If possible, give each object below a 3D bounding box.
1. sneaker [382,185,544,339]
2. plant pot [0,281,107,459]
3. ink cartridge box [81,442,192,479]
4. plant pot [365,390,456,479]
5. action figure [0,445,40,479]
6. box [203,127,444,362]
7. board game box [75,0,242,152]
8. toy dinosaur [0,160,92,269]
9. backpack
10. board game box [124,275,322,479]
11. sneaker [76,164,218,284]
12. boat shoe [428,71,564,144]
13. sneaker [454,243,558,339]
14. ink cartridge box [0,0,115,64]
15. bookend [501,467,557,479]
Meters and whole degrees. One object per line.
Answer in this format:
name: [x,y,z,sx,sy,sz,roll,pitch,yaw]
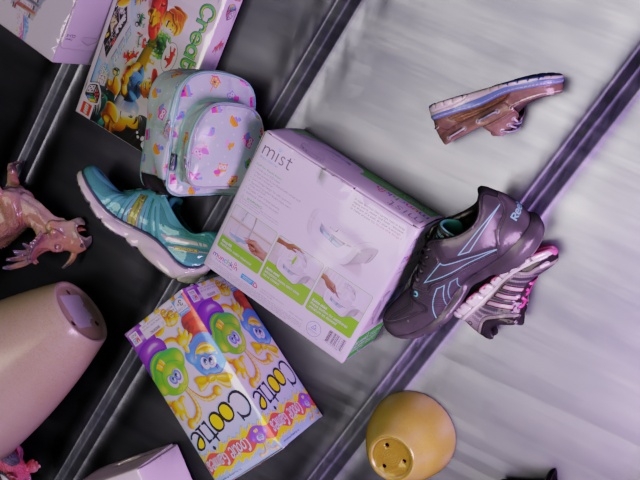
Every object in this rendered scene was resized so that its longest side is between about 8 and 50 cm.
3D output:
sneaker: [0.168,0.029,1.081,0.106,0.101,0.267,37,117,-18]
plant pot: [-0.516,0.198,1.390,0.274,0.256,0.256,-35,83,10]
ink cartridge box: [-0.299,0.520,1.392,0.201,0.117,0.278,-24,87,27]
plant pot: [0.119,0.298,1.170,0.134,0.095,0.134,4,101,24]
action figure: [-0.665,0.406,1.536,0.370,0.248,0.276,-6,71,27]
box: [0.000,0.000,1.159,0.262,0.126,0.231,33,110,17]
board game box: [-0.256,-0.297,1.271,0.193,0.053,0.305,31,110,17]
toy dinosaur: [-0.570,-0.029,1.432,0.295,0.127,0.200,-7,102,32]
backpack: [-0.170,-0.159,1.184,0.144,0.165,0.188,7,97,47]
board game box: [-0.149,0.211,1.255,0.142,0.144,0.275,-37,83,25]
sneaker: [-0.278,-0.042,1.316,0.275,0.107,0.110,36,92,11]
boat shoe: [0.235,-0.172,1.060,0.183,0.066,0.066,-11,98,36]
sneaker: [0.262,0.073,1.085,0.170,0.063,0.075,-43,83,27]
ink cartridge box: [-0.425,-0.380,1.296,0.176,0.128,0.127,37,112,15]
bookend: [0.257,0.407,1.136,0.157,0.072,0.156,-7,95,27]
